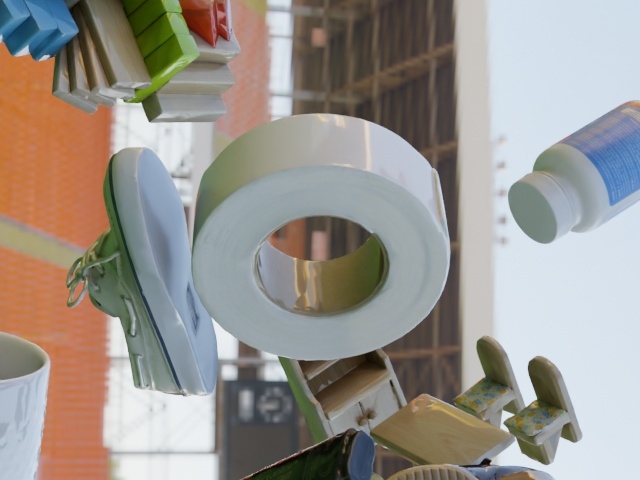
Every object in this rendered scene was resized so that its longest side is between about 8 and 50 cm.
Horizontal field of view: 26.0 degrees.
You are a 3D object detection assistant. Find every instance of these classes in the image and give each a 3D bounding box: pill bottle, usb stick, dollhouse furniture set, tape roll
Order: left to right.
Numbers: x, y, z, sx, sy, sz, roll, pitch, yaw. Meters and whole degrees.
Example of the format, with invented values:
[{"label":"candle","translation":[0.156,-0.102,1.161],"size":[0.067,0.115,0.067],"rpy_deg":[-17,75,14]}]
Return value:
[{"label":"usb stick","translation":[-0.050,0.258,1.380],"size":[0.278,0.045,0.077],"rpy_deg":[-32,-152,40]},{"label":"tape roll","translation":[0.000,0.000,1.536],"size":[0.100,0.286,0.286],"rpy_deg":[-92,-167,-51]},{"label":"dollhouse furniture set","translation":[0.120,0.248,2.124],"size":[0.394,0.362,0.256],"rpy_deg":[19,-44,57]},{"label":"pill bottle","translation":[0.355,-0.086,1.804],"size":[0.124,0.222,0.124],"rpy_deg":[42,-31,33]}]

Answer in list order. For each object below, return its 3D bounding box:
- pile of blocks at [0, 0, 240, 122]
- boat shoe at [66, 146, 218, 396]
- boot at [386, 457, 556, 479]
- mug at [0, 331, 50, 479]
[{"label":"pile of blocks","translation":[-0.193,-0.205,1.120],"size":[0.113,0.362,0.148],"rpy_deg":[-33,-131,36]},{"label":"boat shoe","translation":[-0.230,0.046,1.622],"size":[0.367,0.157,0.135],"rpy_deg":[78,13,-45]},{"label":"boot","translation":[0.178,0.327,1.782],"size":[0.207,0.249,0.090],"rpy_deg":[160,-67,-78]},{"label":"mug","translation":[-0.555,0.294,1.890],"size":[0.374,0.276,0.328],"rpy_deg":[17,-77,38]}]
